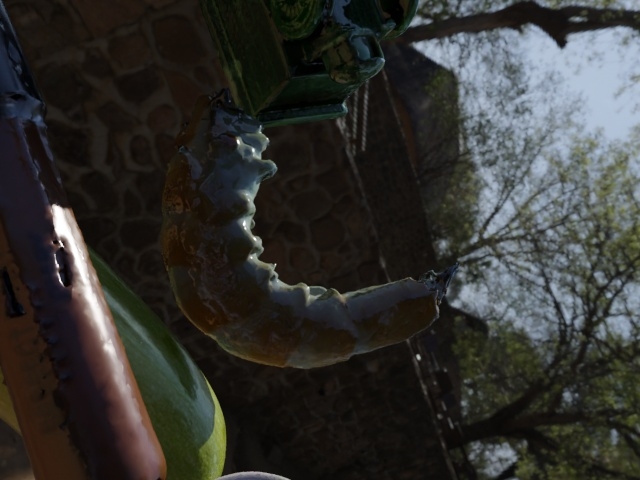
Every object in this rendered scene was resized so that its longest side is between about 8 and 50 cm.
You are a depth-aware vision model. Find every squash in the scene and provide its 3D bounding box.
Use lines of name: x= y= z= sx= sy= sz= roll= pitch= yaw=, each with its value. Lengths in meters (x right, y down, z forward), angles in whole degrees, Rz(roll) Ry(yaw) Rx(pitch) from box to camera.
squash: x=-0.161 y=0.115 z=0.495 sx=0.247 sy=0.133 sz=0.132 roll=52 pitch=9 yaw=-22

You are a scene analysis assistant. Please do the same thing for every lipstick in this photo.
lipstick: x=-0.184 y=-0.021 z=0.379 sx=0.077 sy=0.077 sz=0.418 roll=47 pitch=21 yaw=-84

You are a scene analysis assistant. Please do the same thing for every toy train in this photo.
toy train: x=-0.020 y=-0.260 z=0.627 sx=0.202 sy=0.145 sz=0.265 roll=-31 pitch=-104 yaw=55

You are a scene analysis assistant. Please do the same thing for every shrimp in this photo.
shrimp: x=-0.028 y=0.017 z=0.549 sx=0.287 sy=0.185 sz=0.068 roll=32 pitch=-17 yaw=-3

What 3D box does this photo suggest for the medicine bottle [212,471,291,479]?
medicine bottle: x=-0.059 y=0.317 z=0.499 sx=0.152 sy=0.152 sz=0.254 roll=-106 pitch=-161 yaw=-61
